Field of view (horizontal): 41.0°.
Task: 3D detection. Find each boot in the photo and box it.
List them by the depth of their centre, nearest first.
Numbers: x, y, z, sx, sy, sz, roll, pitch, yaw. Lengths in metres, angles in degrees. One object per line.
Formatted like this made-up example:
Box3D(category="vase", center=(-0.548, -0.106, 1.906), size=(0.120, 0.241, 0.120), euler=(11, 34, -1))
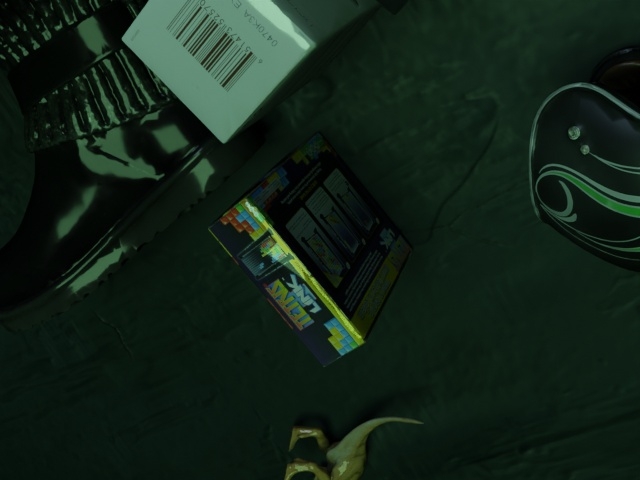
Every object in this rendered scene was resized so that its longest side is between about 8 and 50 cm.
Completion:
Box3D(category="boot", center=(-0.246, -0.097, 0.773), size=(0.348, 0.131, 0.260), euler=(-36, 105, 20))

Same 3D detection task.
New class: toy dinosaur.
Box3D(category="toy dinosaur", center=(0.023, 0.221, 0.878), size=(0.112, 0.064, 0.212), euler=(11, 129, -4))

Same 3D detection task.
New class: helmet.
Box3D(category="helmet", center=(0.242, -0.058, 0.587), size=(0.161, 0.169, 0.170), euler=(15, 120, 33))

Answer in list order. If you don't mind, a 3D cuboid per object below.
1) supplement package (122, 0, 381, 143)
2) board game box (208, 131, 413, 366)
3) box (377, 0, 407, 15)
Box3D(category="supplement package", center=(-0.039, -0.167, 0.632), size=(0.105, 0.179, 0.105), euler=(45, 123, -4))
Box3D(category="board game box", center=(0.000, 0.000, 0.704), size=(0.048, 0.170, 0.141), euler=(-34, 99, 29))
Box3D(category="box", center=(0.045, -0.221, 0.629), size=(0.083, 0.062, 0.052), euler=(37, 135, -11))
